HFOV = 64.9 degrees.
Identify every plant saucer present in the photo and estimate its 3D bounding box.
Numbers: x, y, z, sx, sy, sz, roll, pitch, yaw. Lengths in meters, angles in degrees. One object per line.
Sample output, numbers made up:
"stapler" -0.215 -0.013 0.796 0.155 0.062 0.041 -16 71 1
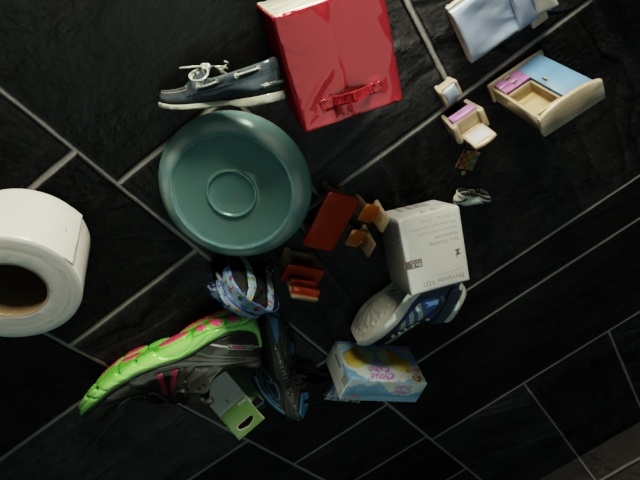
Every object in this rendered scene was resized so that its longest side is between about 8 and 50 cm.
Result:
"plant saucer" -0.177 -0.100 1.022 0.318 0.043 0.317 1 117 2

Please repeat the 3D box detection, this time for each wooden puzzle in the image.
"wooden puzzle" 0.357 -0.197 1.221 0.050 0.006 0.083 5 123 -22

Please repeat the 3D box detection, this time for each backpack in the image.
"backpack" -0.177 0.114 1.165 0.117 0.173 0.158 -43 128 15

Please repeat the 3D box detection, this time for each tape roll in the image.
"tape roll" -0.587 0.044 0.979 0.247 0.169 0.245 -9 128 -11

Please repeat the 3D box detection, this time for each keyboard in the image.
"keyboard" -0.052 0.388 1.510 0.192 0.038 0.100 22 138 -31

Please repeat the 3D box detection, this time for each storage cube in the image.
"storage cube" 0.014 -0.332 0.878 0.184 0.215 0.193 -20 123 -3

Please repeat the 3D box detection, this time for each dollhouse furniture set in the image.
"dollhouse furniture set" 0.358 -0.363 0.976 0.287 0.198 0.303 -34 128 7
"dollhouse furniture set" 0.000 0.000 1.164 0.262 0.135 0.259 12 120 -26

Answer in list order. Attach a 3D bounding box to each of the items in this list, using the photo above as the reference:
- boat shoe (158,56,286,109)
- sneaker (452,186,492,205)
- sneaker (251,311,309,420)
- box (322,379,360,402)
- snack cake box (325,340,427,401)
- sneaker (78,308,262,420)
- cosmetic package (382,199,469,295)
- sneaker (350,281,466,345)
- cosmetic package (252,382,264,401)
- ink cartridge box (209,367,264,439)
"boat shoe" -0.182 -0.273 0.886 0.255 0.095 0.078 4 114 28
"sneaker" 0.385 -0.108 1.282 0.109 0.040 0.043 6 139 -18
"sneaker" -0.134 0.349 1.369 0.140 0.125 0.340 -4 110 18
"box" 0.087 0.478 1.618 0.137 0.027 0.093 15 120 -28
"snack cake box" 0.165 0.391 1.500 0.265 0.152 0.089 10 121 -25
"sneaker" -0.363 0.341 1.236 0.484 0.185 0.202 -24 97 1
"cosmetic package" 0.245 0.012 1.207 0.152 0.151 0.183 -15 102 -8
"sneaker" 0.266 0.212 1.414 0.236 0.130 0.322 34 104 -31
"cosmetic package" -0.149 0.456 1.513 0.060 0.041 0.115 -30 129 3
"ink cartridge box" -0.243 0.419 1.364 0.109 0.062 0.209 -44 84 15
